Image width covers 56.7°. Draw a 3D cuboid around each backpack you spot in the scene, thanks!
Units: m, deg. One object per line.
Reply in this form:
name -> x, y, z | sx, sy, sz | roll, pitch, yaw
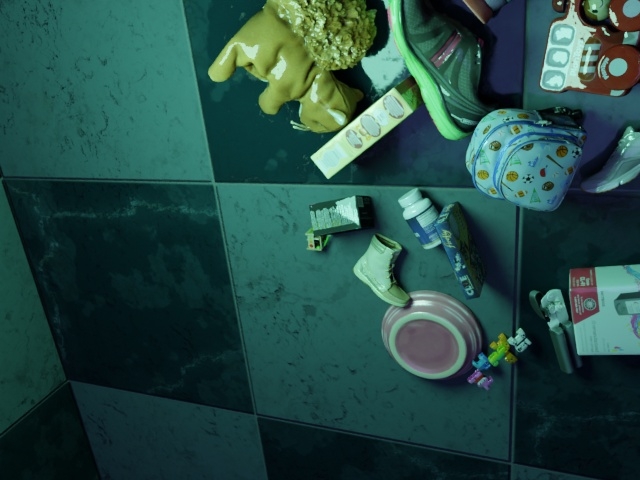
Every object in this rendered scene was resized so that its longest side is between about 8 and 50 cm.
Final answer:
backpack -> 0.512, -0.206, 1.511 | 0.264, 0.213, 0.276 | 11, 118, 2

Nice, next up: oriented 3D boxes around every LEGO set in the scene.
LEGO set -> 0.565, 0.372, 1.849 | 0.093, 0.087, 0.227 | 41, 100, -10

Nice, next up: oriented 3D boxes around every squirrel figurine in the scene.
squirrel figurine -> -0.022, -0.482, 1.603 | 0.370, 0.281, 0.397 | 43, 125, -8

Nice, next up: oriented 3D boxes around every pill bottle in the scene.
pill bottle -> 0.303, -0.067, 1.756 | 0.094, 0.094, 0.169 | -29, 99, 31

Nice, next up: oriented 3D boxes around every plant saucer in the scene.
plant saucer -> 0.354, 0.324, 1.928 | 0.332, 0.084, 0.332 | 10, 118, 19

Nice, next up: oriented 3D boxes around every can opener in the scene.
can opener -> 0.707, 0.263, 1.762 | 0.074, 0.093, 0.280 | -29, 105, -14

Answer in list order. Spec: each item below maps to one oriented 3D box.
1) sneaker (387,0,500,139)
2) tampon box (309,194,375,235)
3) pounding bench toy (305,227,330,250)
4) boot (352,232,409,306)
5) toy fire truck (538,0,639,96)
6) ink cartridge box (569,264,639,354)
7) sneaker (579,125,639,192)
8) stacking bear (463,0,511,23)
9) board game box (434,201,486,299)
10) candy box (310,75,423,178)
sneaker -> 0.312, -0.491, 1.502 | 0.202, 0.185, 0.482 | -24, 121, 19
tampon box -> 0.066, -0.075, 1.825 | 0.161, 0.120, 0.101 | -9, 88, 26
pounding bench toy -> 0.000, 0.000, 1.943 | 0.083, 0.052, 0.065 | 4, 115, 21
boot -> 0.219, 0.094, 1.870 | 0.213, 0.077, 0.165 | 39, 122, 19
toy fire truck -> 0.653, -0.485, 1.382 | 0.254, 0.169, 0.302 | 20, 121, 35
ink cartridge box -> 0.853, 0.189, 1.621 | 0.306, 0.131, 0.226 | -6, 111, 27
sneaker -> 0.770, -0.217, 1.494 | 0.262, 0.099, 0.121 | -30, 92, 24
stacking bear -> 0.447, -0.667, 1.379 | 0.289, 0.175, 0.164 | -41, 97, 25
board game box -> 0.409, 0.027, 1.715 | 0.042, 0.165, 0.243 | -18, 105, 29
candy box -> 0.135, -0.315, 1.658 | 0.316, 0.183, 0.087 | -35, 98, 32
